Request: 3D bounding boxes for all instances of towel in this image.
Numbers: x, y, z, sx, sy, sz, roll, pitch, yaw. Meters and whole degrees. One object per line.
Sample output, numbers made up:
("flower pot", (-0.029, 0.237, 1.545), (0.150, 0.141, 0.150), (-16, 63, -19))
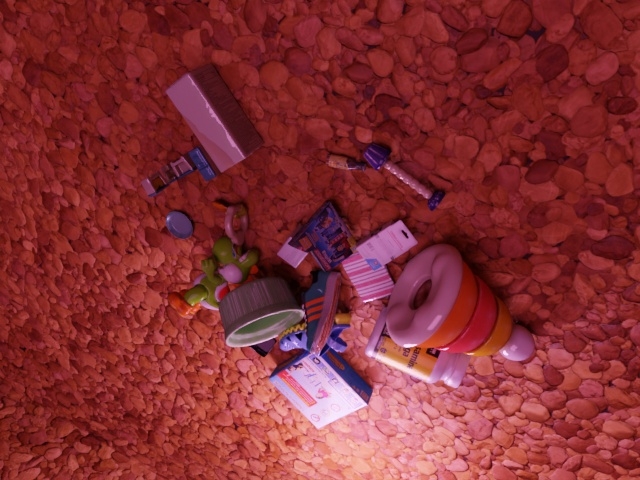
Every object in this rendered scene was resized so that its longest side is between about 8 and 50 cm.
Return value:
("towel", (0.173, 0.118, 1.998), (0.144, 0.029, 0.197), (-19, 110, 28))

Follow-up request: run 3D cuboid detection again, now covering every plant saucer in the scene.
("plant saucer", (-0.540, -0.063, 2.203), (0.119, 0.021, 0.119), (11, 123, 18))

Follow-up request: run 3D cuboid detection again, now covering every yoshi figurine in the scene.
("yoshi figurine", (-0.404, 0.113, 2.134), (0.362, 0.203, 0.203), (-36, 135, 6))

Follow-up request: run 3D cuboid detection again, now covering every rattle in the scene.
("rattle", (-0.337, -0.033, 2.050), (0.143, 0.130, 0.199), (4, 103, 9))

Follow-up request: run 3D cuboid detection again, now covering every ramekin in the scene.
("ramekin", (-0.223, 0.257, 2.086), (0.303, 0.303, 0.148), (-41, 62, 36))

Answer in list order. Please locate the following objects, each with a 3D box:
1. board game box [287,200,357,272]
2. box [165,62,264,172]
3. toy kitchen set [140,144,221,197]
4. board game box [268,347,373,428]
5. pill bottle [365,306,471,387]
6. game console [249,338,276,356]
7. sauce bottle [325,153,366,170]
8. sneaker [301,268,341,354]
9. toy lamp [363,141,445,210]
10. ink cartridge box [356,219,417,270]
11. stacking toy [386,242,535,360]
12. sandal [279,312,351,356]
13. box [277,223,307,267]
("board game box", (0.000, 0.000, 1.912), (0.194, 0.060, 0.194), (-35, 105, -8))
("box", (-0.336, -0.396, 1.845), (0.121, 0.148, 0.311), (-25, 105, 33))
("toy kitchen set", (-0.488, -0.221, 1.998), (0.207, 0.166, 0.122), (-22, 108, 32))
("board game box", (-0.001, 0.581, 2.307), (0.308, 0.086, 0.302), (47, 126, -8))
("pill bottle", (0.338, 0.375, 1.975), (0.334, 0.188, 0.188), (22, 125, 10))
("game console", (-0.255, 0.416, 2.367), (0.122, 0.071, 0.107), (37, 156, 1))
("sauce bottle", (0.081, -0.245, 1.812), (0.128, 0.042, 0.042), (14, 123, 18))
("sneaker", (-0.016, 0.249, 2.033), (0.121, 0.302, 0.108), (10, 166, 21))
("toy lamp", (0.253, -0.201, 1.744), (0.275, 0.080, 0.080), (35, 126, -2))
("ink cartridge box", (0.220, 0.007, 1.877), (0.180, 0.060, 0.104), (-33, 102, 22))
("stacking toy", (0.482, 0.255, 1.826), (0.480, 0.350, 0.350), (28, 128, -17))
("sandal", (-0.020, 0.370, 2.130), (0.317, 0.126, 0.138), (-21, 71, 29))
("box", (-0.080, 0.018, 2.001), (0.087, 0.102, 0.101), (36, 127, -4))
